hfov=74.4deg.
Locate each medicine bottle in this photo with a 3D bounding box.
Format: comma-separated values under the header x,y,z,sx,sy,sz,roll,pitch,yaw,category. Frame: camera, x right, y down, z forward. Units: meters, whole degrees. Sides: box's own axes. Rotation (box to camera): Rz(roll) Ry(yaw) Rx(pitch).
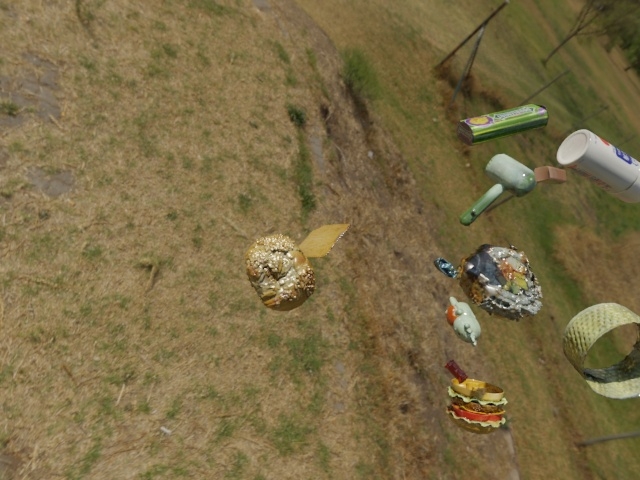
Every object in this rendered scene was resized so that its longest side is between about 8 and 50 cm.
x,y,z,sx,sy,sz,roll,pitch,yaw,category
0.966,-0.235,1.405,0.340,0.130,0.130,25,47,-13,medicine bottle

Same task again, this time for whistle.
x,y,z,sx,sy,sz,roll,pitch,yaw,category
0.514,0.286,1.533,0.105,0.102,0.253,5,27,-2,whistle

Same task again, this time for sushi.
x,y,z,sx,sy,sz,roll,pitch,yaw,category
0.865,0.203,2.013,0.416,0.176,0.418,10,51,-12,sushi

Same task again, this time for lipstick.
x,y,z,sx,sy,sz,roll,pitch,yaw,category
0.731,-0.205,1.337,0.145,0.045,0.045,-2,87,-41,lipstick

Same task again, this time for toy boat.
x,y,z,sx,sy,sz,roll,pitch,yaw,category
0.581,0.123,1.947,0.137,0.060,0.060,39,65,-18,toy boat

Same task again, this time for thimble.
x,y,z,sx,sy,sz,roll,pitch,yaw,category
0.930,0.348,1.334,0.270,0.271,0.150,41,15,-10,thimble

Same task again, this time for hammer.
x,y,z,sx,sy,sz,roll,pitch,yaw,category
0.691,-0.188,1.710,0.206,0.335,0.119,48,3,39,hammer

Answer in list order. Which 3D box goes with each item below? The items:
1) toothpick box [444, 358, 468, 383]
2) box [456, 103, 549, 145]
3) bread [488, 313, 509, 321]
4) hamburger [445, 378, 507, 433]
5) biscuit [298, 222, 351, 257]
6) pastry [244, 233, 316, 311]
x,y,z,sx,sy,sz,roll,pitch,yaw,category
0.508,0.490,1.571,0.047,0.047,0.083,-3,41,-42,toothpick box
0.759,-0.487,1.758,0.345,0.097,0.134,-14,34,-6,box
0.994,0.352,2.276,0.173,0.134,0.085,-43,126,-32,bread
0.723,0.784,1.976,0.274,0.274,0.213,10,86,-36,hamburger
0.000,0.000,1.877,0.232,0.236,0.013,-50,121,-32,biscuit
-0.154,0.116,1.622,0.255,0.162,0.311,-33,84,-27,pastry
